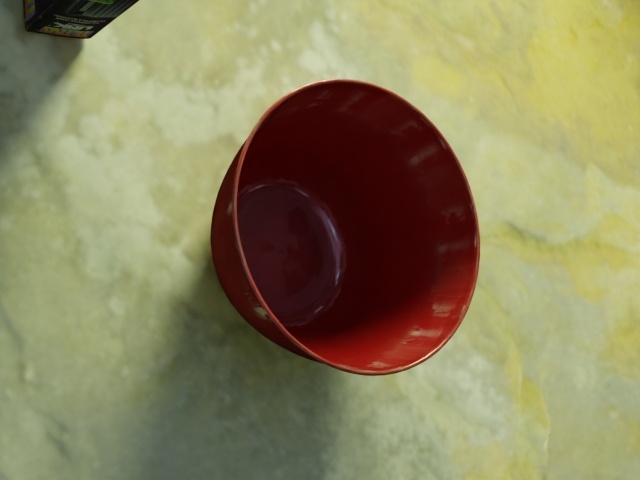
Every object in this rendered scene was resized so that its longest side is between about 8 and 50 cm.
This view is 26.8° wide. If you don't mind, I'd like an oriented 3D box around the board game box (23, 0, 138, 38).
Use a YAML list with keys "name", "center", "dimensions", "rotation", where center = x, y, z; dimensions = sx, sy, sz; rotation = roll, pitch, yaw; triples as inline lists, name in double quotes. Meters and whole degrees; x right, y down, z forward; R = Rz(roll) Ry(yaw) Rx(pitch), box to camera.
- name: "board game box"
  center: [-0.128, -0.219, 0.770]
  dimensions: [0.048, 0.141, 0.170]
  rotation: [1, 79, -33]

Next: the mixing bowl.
- name: "mixing bowl"
  center: [0.000, 0.000, 0.836]
  dimensions: [0.181, 0.098, 0.181]
  rotation: [9, 73, -33]
